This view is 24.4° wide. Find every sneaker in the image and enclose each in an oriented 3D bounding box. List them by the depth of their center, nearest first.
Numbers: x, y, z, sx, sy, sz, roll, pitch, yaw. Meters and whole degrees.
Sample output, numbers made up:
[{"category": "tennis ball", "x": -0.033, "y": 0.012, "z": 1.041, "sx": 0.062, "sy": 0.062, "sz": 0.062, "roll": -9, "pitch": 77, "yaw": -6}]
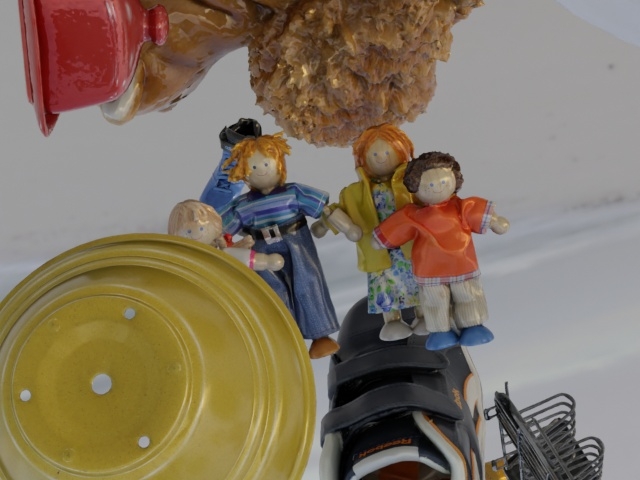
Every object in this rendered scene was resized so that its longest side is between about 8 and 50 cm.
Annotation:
[{"category": "sneaker", "x": 0.065, "y": 0.151, "z": 1.171, "sx": 0.126, "sy": 0.321, "sz": 0.127, "roll": -23, "pitch": 140, "yaw": 13}, {"category": "sneaker", "x": -0.117, "y": -0.097, "z": 1.919, "sx": 0.058, "sy": 0.084, "sz": 0.152, "roll": 19, "pitch": -130, "yaw": 16}]

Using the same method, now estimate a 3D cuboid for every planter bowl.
[{"category": "planter bowl", "x": -0.114, "y": 0.088, "z": 0.834, "sx": 0.217, "sy": 0.217, "sz": 0.090, "roll": -16, "pitch": 163, "yaw": 1}]

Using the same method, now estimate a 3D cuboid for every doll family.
[{"category": "doll family", "x": 0.000, "y": 0.000, "z": 1.060, "sx": 0.263, "sy": 0.163, "sz": 0.118, "roll": -11, "pitch": -168, "yaw": 2}]

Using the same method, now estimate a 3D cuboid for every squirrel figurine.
[{"category": "squirrel figurine", "x": -0.056, "y": -0.236, "z": 1.389, "sx": 0.370, "sy": 0.397, "sz": 0.281, "roll": -51, "pitch": -176, "yaw": 9}]

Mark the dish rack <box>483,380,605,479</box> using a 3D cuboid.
[{"category": "dish rack", "x": 0.196, "y": 0.204, "z": 1.066, "sx": 0.074, "sy": 0.208, "sz": 0.271, "roll": -30, "pitch": 156, "yaw": -3}]

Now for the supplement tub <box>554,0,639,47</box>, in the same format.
[{"category": "supplement tub", "x": 0.294, "y": -0.300, "z": 1.000, "sx": 0.241, "sy": 0.331, "sz": 0.241, "roll": 26, "pitch": 179, "yaw": 1}]

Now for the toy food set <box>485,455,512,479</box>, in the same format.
[{"category": "toy food set", "x": 0.208, "y": 0.333, "z": 1.727, "sx": 0.104, "sy": 0.111, "sz": 0.232, "roll": -11, "pitch": 144, "yaw": -33}]

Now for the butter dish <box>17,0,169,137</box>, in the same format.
[{"category": "butter dish", "x": -0.187, "y": -0.181, "z": 1.250, "sx": 0.118, "sy": 0.160, "sz": 0.160, "roll": -1, "pitch": -157, "yaw": -1}]
